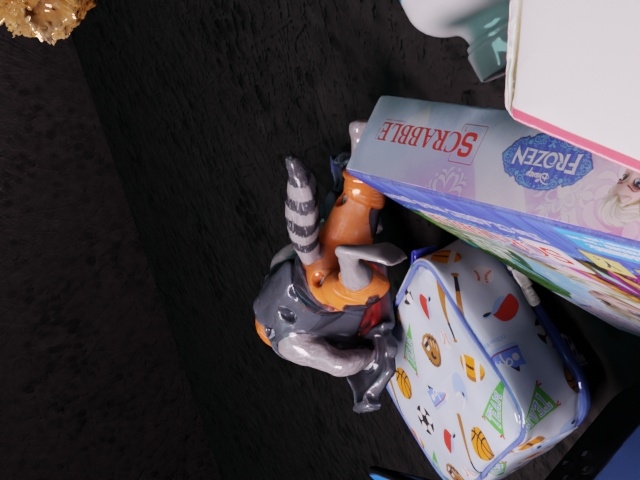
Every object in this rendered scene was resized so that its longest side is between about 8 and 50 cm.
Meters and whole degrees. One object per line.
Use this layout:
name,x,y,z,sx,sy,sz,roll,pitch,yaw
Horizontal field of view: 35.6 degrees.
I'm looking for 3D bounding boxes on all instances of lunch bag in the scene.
lunch bag,0.165,0.133,1.096,0.243,0.114,0.303,61,158,21

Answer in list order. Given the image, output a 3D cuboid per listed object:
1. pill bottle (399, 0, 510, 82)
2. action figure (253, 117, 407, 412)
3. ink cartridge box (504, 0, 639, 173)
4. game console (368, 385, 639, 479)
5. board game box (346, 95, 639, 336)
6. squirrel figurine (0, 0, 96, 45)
pill bottle,0.103,-0.257,0.749,0.264,0.146,0.146,63,158,0
action figure,0.000,0.000,1.110,0.330,0.178,0.341,117,152,-48
ink cartridge box,0.250,-0.097,0.401,0.207,0.282,0.117,35,133,50
game console,0.223,0.166,0.764,0.173,0.250,0.293,51,161,-14
board game box,0.223,0.016,0.639,0.318,0.066,0.318,27,177,-30
squirrel figurine,-0.202,-0.370,0.974,0.370,0.397,0.281,9,128,54
